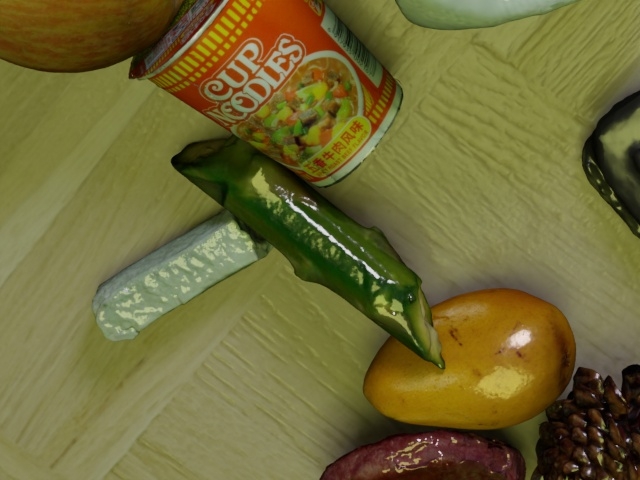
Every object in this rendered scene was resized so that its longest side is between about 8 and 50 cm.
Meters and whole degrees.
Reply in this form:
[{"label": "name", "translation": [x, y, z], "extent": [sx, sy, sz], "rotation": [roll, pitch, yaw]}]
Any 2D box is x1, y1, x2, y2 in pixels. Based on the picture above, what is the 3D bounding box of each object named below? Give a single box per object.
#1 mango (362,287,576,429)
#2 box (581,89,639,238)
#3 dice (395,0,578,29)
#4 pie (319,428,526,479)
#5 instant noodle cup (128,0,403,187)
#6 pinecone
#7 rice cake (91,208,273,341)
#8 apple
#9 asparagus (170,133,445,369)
[{"label": "mango", "translation": [0.147, 0.123, 1.809], "extent": [0.219, 0.145, 0.112], "rotation": [-13, 146, 9]}, {"label": "box", "translation": [0.478, -0.062, 1.739], "extent": [0.359, 0.091, 0.350], "rotation": [-36, 105, 14]}, {"label": "dice", "translation": [0.160, -0.349, 1.555], "extent": [0.262, 0.265, 0.268], "rotation": [-16, 109, 10]}, {"label": "pie", "translation": [0.103, 0.257, 1.867], "extent": [0.218, 0.054, 0.204], "rotation": [-19, 147, 20]}, {"label": "instant noodle cup", "translation": [-0.041, -0.162, 1.700], "extent": [0.212, 0.193, 0.193], "rotation": [38, 110, -21]}, {"label": "pinecone", "translation": [0.326, 0.235, 1.816], "extent": [0.221, 0.221, 0.221], "rotation": [1, 112, 4]}, {"label": "rice cake", "translation": [-0.143, 0.033, 1.834], "extent": [0.206, 0.069, 0.063], "rotation": [-30, 106, 16]}, {"label": "apple", "translation": [-0.217, -0.279, 1.614], "extent": [0.264, 0.264, 0.264], "rotation": [1, 112, 4]}, {"label": "asparagus", "translation": [0.001, 0.000, 1.761], "extent": [0.343, 0.082, 0.085], "rotation": [38, 111, 9]}]
